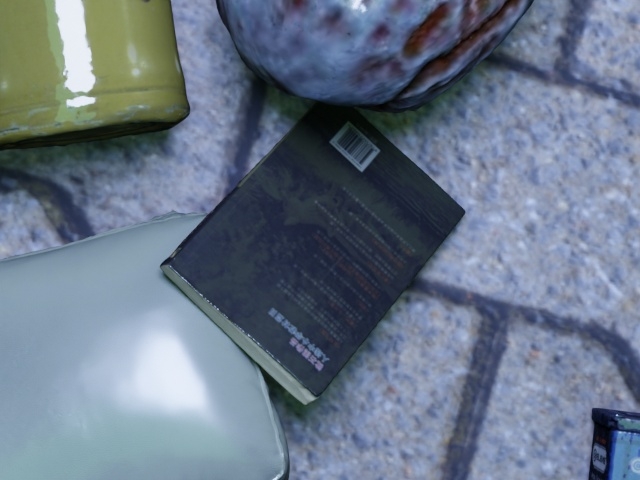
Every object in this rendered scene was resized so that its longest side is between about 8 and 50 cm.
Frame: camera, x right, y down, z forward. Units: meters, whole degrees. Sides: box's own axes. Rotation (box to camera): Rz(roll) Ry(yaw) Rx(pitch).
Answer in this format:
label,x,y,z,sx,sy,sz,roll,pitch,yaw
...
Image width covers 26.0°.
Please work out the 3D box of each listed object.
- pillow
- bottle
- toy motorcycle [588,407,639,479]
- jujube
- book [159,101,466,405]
label,x,y,z,sx,sy,sz,roll,pitch,yaw
pillow,-0.203,0.117,1.095,0.322,0.120,0.255,-13,71,-4
bottle,-0.211,-0.252,1.078,0.171,0.171,0.351,-9,90,-3
toy motorcycle,0.402,0.243,1.151,0.359,0.125,0.212,6,89,-2
jujube,0.051,-0.237,1.052,0.215,0.246,0.308,39,76,-28
book,0.000,0.000,1.113,0.160,0.024,0.228,43,59,-4
